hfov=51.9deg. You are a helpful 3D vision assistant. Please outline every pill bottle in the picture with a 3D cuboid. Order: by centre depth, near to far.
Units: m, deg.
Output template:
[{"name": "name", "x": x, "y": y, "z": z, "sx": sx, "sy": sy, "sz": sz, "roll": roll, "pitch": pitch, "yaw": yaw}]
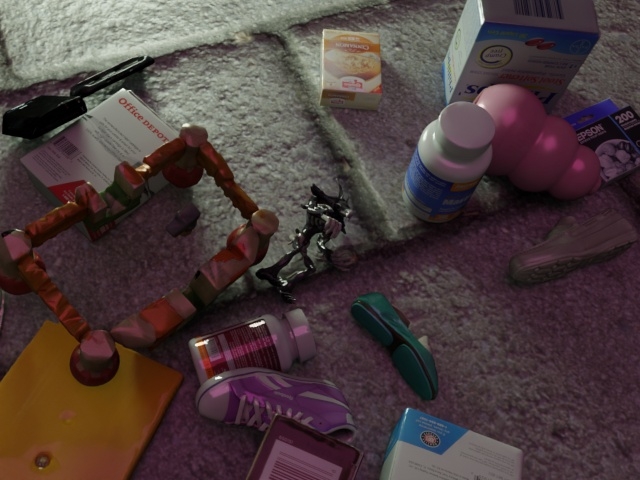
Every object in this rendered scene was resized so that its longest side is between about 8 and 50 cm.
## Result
[{"name": "pill bottle", "x": -0.127, "y": 0.209, "z": 1.238, "sx": 0.221, "sy": 0.121, "sz": 0.121, "roll": -17, "pitch": 67, "yaw": -14}, {"name": "pill bottle", "x": 0.269, "y": -0.162, "z": 1.379, "sx": 0.152, "sy": 0.272, "sz": 0.152, "roll": 2, "pitch": 64, "yaw": -5}]

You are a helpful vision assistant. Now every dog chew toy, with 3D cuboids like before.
[{"name": "dog chew toy", "x": 0.475, "y": -0.204, "z": 1.472, "sx": 0.332, "sy": 0.206, "sz": 0.207, "roll": 32, "pitch": 65, "yaw": 1}]

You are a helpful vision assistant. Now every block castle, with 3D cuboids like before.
[{"name": "block castle", "x": -0.323, "y": 0.023, "z": 1.219, "sx": 0.453, "sy": 0.213, "sz": 0.303, "roll": -39, "pitch": 87, "yaw": -29}]

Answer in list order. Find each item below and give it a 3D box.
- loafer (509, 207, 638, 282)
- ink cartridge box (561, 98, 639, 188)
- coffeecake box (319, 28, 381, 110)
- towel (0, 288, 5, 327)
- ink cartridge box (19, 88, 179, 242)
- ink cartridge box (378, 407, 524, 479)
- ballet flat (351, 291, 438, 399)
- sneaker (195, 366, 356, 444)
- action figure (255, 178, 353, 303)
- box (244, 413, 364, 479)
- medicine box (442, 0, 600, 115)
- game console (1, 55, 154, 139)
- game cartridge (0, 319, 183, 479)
[{"name": "loafer", "x": 0.535, "y": 0.007, "z": 1.424, "sx": 0.319, "sy": 0.112, "sz": 0.111, "roll": -15, "pitch": 61, "yaw": -21}, {"name": "ink cartridge box", "x": 0.697, "y": -0.249, "z": 1.598, "sx": 0.206, "sy": 0.045, "sz": 0.208, "roll": -25, "pitch": 68, "yaw": -17}, {"name": "coffeecake box", "x": 0.071, "y": -0.414, "z": 1.596, "sx": 0.142, "sy": 0.068, "sz": 0.185, "roll": 3, "pitch": 64, "yaw": -6}, {"name": "towel", "x": -0.722, "y": 0.236, "z": 1.206, "sx": 0.248, "sy": 0.038, "sz": 0.325, "roll": -3, "pitch": 65, "yaw": -7}, {"name": "ink cartridge box", "x": -0.446, "y": -0.163, "z": 1.389, "sx": 0.197, "sy": 0.114, "sz": 0.273, "roll": 41, "pitch": 67, "yaw": 14}, {"name": "ink cartridge box", "x": 0.200, "y": 0.472, "z": 1.097, "sx": 0.223, "sy": 0.129, "sz": 0.307, "roll": 21, "pitch": 46, "yaw": 3}, {"name": "ballet flat", "x": 0.167, "y": 0.196, "z": 1.303, "sx": 0.087, "sy": 0.083, "sz": 0.247, "roll": -30, "pitch": 72, "yaw": -34}, {"name": "sneaker", "x": -0.069, "y": 0.304, "z": 1.139, "sx": 0.282, "sy": 0.102, "sz": 0.161, "roll": 5, "pitch": 22, "yaw": -20}, {"name": "action figure", "x": 0.000, "y": 0.000, "z": 1.338, "sx": 0.141, "sy": 0.164, "sz": 0.276, "roll": 22, "pitch": 67, "yaw": 39}, {"name": "box", "x": -0.056, "y": 0.411, "z": 1.002, "sx": 0.143, "sy": 0.381, "sz": 0.191, "roll": 23, "pitch": 64, "yaw": 3}, {"name": "medicine box", "x": 0.449, "y": -0.436, "z": 1.524, "sx": 0.263, "sy": 0.289, "sz": 0.149, "roll": 4, "pitch": 61, "yaw": -4}, {"name": "game console", "x": -0.517, "y": -0.321, "z": 1.441, "sx": 0.361, "sy": 0.044, "sz": 0.213, "roll": -38, "pitch": 34, "yaw": -29}, {"name": "game cartridge", "x": -0.444, "y": 0.324, "z": 1.166, "sx": 0.285, "sy": 0.053, "sz": 0.324, "roll": 25, "pitch": 56, "yaw": 2}]
